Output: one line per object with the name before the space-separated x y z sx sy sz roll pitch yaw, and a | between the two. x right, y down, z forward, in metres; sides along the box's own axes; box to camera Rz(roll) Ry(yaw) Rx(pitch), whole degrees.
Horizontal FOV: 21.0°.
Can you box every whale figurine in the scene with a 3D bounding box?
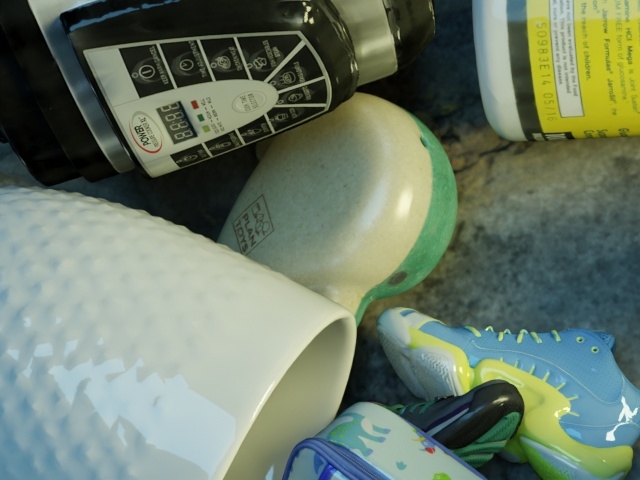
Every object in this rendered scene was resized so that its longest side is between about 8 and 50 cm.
whale figurine | 0.000 0.000 1.452 0.272 0.141 0.216 -40 51 26

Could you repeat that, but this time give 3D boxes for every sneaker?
sneaker | 0.163 0.108 1.392 0.240 0.091 0.126 38 69 23
sneaker | 0.066 0.149 1.351 0.223 0.083 0.098 -46 53 38

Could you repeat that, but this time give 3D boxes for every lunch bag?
lunch bag | 0.040 0.238 1.291 0.176 0.219 0.090 37 44 20

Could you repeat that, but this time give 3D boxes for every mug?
mug | -0.187 0.140 1.349 0.328 0.374 0.276 26 44 14

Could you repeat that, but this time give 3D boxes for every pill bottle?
pill bottle | 0.298 -0.178 1.371 0.334 0.188 0.187 -2 73 16

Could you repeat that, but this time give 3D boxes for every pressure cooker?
pressure cooker | -0.155 -0.240 1.356 0.420 0.375 0.369 -20 102 0
